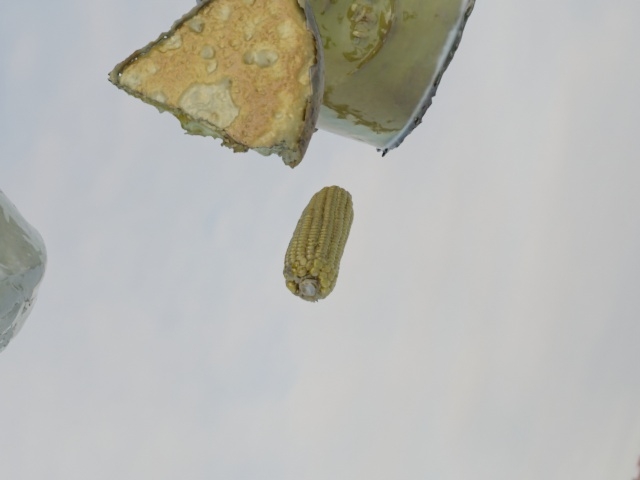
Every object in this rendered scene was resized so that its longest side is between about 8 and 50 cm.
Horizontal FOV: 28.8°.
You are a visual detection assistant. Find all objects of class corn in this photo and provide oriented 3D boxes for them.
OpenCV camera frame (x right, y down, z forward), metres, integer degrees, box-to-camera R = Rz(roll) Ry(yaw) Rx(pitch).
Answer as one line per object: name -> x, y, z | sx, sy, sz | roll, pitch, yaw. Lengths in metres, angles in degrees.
corn -> 0.000, 0.000, 0.781 | 0.092, 0.037, 0.037 | -68, -16, -49

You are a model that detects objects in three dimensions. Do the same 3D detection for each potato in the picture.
potato -> 0.014, -0.239, 0.961 | 0.246, 0.196, 0.299 | 161, 126, -71

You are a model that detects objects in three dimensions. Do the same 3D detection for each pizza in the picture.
pizza -> -0.052, -0.089, 0.627 | 0.026, 0.108, 0.123 | 79, -174, -67

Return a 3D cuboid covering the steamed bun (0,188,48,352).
steamed bun -> -0.373, -0.024, 0.741 | 0.247, 0.383, 0.236 | -53, -14, 14
